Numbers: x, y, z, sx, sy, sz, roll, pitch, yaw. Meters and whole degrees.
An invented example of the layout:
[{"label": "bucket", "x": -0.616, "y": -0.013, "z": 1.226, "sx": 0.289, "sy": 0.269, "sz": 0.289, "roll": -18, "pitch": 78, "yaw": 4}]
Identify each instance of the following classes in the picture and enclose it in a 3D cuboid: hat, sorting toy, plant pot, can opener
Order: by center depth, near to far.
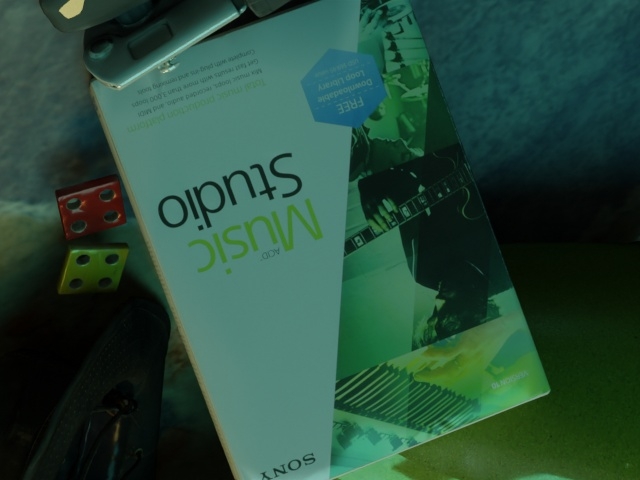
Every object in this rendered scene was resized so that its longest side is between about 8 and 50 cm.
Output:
[{"label": "can opener", "x": -0.046, "y": -0.193, "z": 1.120, "sx": 0.280, "sy": 0.074, "sz": 0.093, "roll": -29, "pitch": 139, "yaw": 2}, {"label": "sorting toy", "x": -0.078, "y": -0.040, "z": 1.283, "sx": 0.275, "sy": 0.046, "sz": 0.132, "roll": -19, "pitch": 139, "yaw": -10}, {"label": "hat", "x": -0.231, "y": 0.187, "z": 1.332, "sx": 0.134, "sy": 0.331, "sz": 0.331, "roll": 15, "pitch": 135, "yaw": 10}, {"label": "plant pot", "x": 0.144, "y": 0.153, "z": 1.393, "sx": 0.353, "sy": 0.366, "sz": 0.366, "roll": 10, "pitch": 129, "yaw": -17}]

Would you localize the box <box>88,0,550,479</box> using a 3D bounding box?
[{"label": "box", "x": 0.000, "y": 0.000, "z": 1.200, "sx": 0.232, "sy": 0.058, "sz": 0.322, "roll": -21, "pitch": 94, "yaw": -7}]
